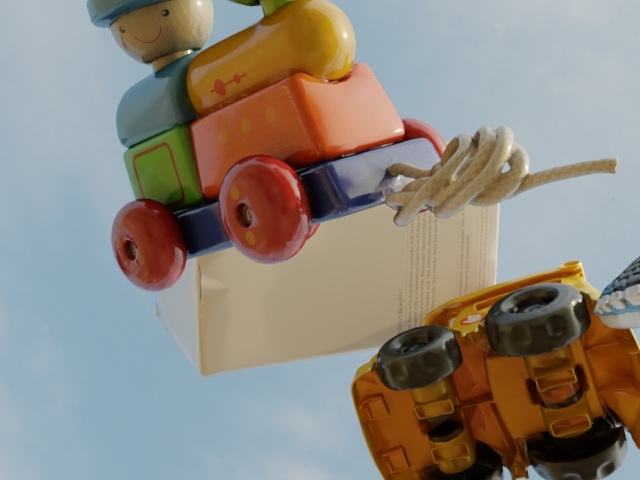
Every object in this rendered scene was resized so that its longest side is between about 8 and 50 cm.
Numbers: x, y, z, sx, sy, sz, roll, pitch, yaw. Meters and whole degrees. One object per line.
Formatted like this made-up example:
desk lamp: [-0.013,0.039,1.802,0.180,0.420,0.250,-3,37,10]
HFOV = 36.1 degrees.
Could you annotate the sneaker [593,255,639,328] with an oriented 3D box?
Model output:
sneaker: [0.250,0.034,0.593,0.083,0.071,0.191,51,-34,-6]

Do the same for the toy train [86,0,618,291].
toy train: [-0.004,-0.071,0.393,0.248,0.105,0.143,-14,-86,49]

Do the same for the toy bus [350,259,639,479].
toy bus: [0.146,0.102,0.833,0.220,0.211,0.149,-18,-72,10]

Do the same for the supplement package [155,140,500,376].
supplement package: [0.000,0.000,0.941,0.293,0.175,0.177,-5,-74,-22]
